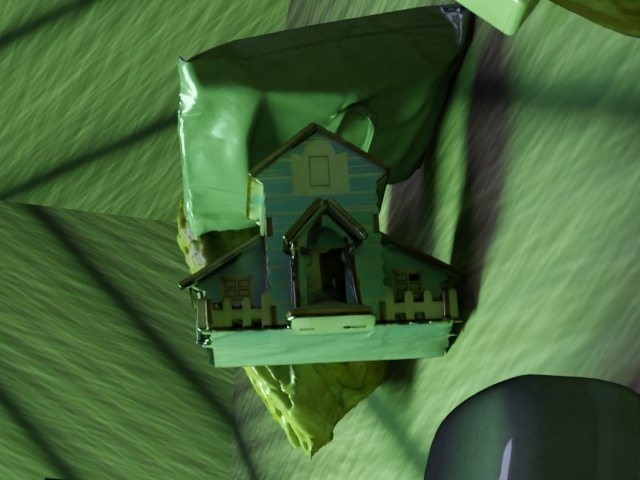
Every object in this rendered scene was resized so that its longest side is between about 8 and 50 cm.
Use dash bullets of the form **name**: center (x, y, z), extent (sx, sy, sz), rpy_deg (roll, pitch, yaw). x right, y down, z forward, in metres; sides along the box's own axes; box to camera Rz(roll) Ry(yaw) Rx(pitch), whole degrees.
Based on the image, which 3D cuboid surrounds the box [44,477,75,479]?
- **box**: center (-0.051, 0.404, 1.351), extent (0.138, 0.373, 0.420), rpy_deg (121, 155, -74)

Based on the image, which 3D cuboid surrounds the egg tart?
- **egg tart**: center (-0.023, 0.050, 2.009), extent (0.339, 0.153, 0.351), rpy_deg (60, -162, 3)

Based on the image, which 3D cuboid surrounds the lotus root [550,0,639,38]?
- **lotus root**: center (0.165, -0.274, 1.022), extent (0.316, 0.250, 0.316), rpy_deg (-166, 90, -74)

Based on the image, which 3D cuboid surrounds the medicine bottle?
- **medicine bottle**: center (0.122, 0.277, 1.113), extent (0.282, 0.123, 0.375), rpy_deg (129, 148, -73)

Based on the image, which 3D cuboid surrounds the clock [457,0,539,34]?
- **clock**: center (0.104, -0.310, 1.356), extent (0.120, 0.276, 0.379), rpy_deg (-54, -4, -15)

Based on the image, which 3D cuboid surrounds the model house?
- **model house**: center (0.000, 0.000, 1.726), extent (0.178, 0.271, 0.206), rpy_deg (89, 178, -70)

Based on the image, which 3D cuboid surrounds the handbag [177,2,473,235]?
- **handbag**: center (-0.005, -0.123, 1.861), extent (0.109, 0.316, 0.253), rpy_deg (59, 153, 31)
